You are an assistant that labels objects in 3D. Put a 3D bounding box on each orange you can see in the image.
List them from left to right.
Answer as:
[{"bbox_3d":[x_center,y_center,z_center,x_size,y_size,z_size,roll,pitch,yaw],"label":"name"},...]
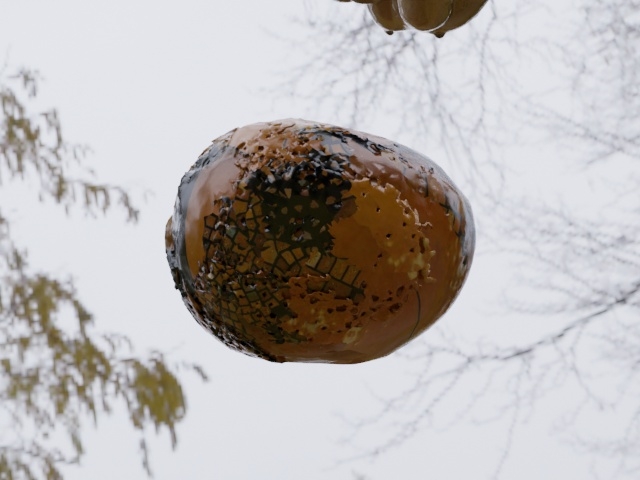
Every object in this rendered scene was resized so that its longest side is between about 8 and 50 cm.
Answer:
[{"bbox_3d":[0.000,0.000,0.906,0.234,0.182,0.234,0,-6,0],"label":"orange"}]

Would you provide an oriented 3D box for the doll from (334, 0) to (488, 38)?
[{"bbox_3d":[0.110,-0.260,0.999,0.154,0.278,0.119,17,-46,26],"label":"doll"}]
